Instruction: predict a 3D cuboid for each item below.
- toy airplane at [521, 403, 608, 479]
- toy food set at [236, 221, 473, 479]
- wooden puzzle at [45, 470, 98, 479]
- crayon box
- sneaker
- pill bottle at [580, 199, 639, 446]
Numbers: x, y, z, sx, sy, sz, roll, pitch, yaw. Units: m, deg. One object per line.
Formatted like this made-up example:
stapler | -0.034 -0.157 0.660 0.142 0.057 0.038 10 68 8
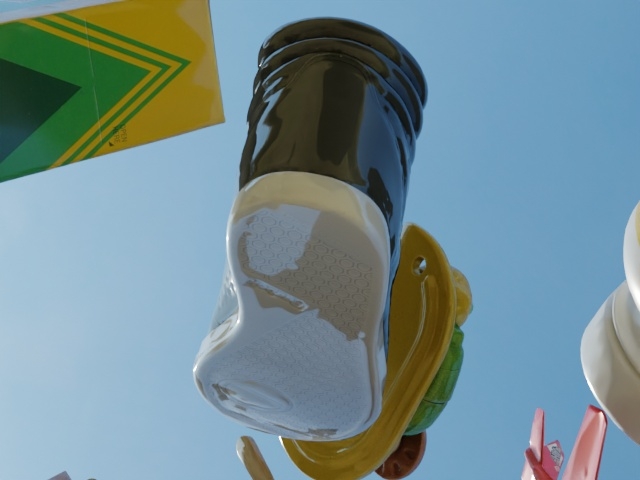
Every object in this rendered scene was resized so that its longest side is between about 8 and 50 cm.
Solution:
toy airplane | 0.148 0.157 0.921 0.028 0.151 0.151 7 -108 -3
toy food set | 0.037 0.094 0.968 0.128 0.071 0.218 43 -70 46
wooden puzzle | -0.132 0.187 0.982 0.116 0.078 0.014 31 -84 -1
crayon box | -0.299 -0.106 1.003 0.363 0.313 0.106 13 -66 47
sneaker | 0.000 0.000 0.785 0.104 0.296 0.147 13 -121 1
pill bottle | 0.295 -0.015 0.843 0.188 0.188 0.334 55 -47 30
